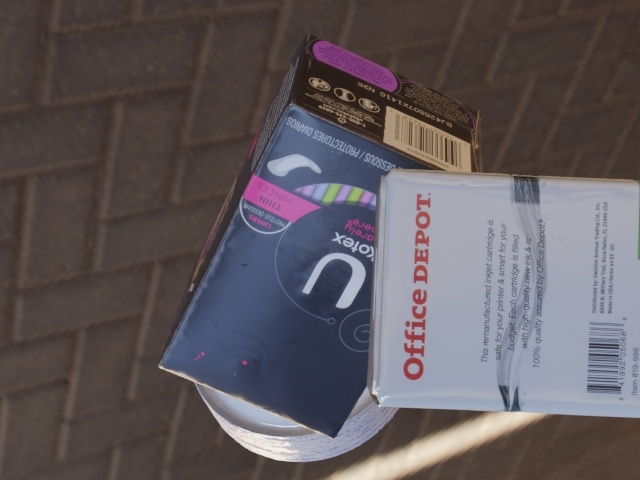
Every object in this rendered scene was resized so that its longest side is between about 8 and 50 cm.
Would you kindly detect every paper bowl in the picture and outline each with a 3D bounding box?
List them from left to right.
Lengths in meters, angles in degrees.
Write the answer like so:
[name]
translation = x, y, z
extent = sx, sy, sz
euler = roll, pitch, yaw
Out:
[paper bowl]
translation = -0.028, 0.123, 1.664
extent = 0.284, 0.284, 0.148
euler = -33, 149, -8

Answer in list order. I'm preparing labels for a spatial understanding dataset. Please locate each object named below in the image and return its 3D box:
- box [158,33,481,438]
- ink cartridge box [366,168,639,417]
[box]
translation = 0.000, 0.000, 1.073
extent = 0.165, 0.143, 0.270
euler = 23, 121, -8
[ink cartridge box]
translation = 0.136, 0.035, 0.862
extent = 0.208, 0.153, 0.087
euler = 4, 177, -3
